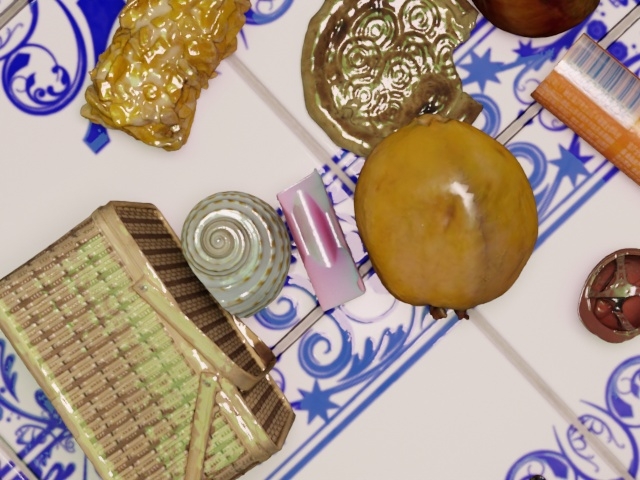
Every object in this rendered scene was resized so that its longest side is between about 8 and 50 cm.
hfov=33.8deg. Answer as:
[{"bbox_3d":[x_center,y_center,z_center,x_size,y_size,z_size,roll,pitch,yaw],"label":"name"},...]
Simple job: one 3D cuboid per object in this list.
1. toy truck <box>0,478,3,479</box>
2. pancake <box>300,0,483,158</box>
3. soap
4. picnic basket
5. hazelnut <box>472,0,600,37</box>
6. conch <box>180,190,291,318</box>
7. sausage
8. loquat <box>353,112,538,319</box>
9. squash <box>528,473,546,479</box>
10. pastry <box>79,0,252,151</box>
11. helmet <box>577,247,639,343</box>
[{"bbox_3d":[-0.395,0.335,1.186,0.079,0.065,0.147,25,90,-1],"label":"toy truck"},{"bbox_3d":[0.082,-0.201,1.203,0.212,0.029,0.235,-9,87,2],"label":"pancake"},{"bbox_3d":[0.000,0.000,1.164,0.056,0.100,0.149,-22,89,1],"label":"soap"},{"bbox_3d":[-0.166,0.124,1.106,0.175,0.228,0.312,-35,88,3],"label":"picnic basket"},{"bbox_3d":[0.224,-0.319,1.139,0.178,0.178,0.204,-20,119,1],"label":"hazelnut"},{"bbox_3d":[-0.080,0.014,1.128,0.102,0.153,0.135,-14,81,30],"label":"conch"},{"bbox_3d":[0.380,-0.097,1.163,0.312,0.093,0.093,40,90,2],"label":"sausage"},{"bbox_3d":[0.131,-0.021,1.128,0.187,0.176,0.234,0,112,41],"label":"loquat"},{"bbox_3d":[0.162,0.400,1.169,0.080,0.071,0.318,22,86,21],"label":"squash"},{"bbox_3d":[-0.172,-0.231,1.172,0.154,0.102,0.249,24,92,3],"label":"pastry"},{"bbox_3d":[0.330,0.061,1.177,0.089,0.057,0.111,43,85,-1],"label":"helmet"}]
